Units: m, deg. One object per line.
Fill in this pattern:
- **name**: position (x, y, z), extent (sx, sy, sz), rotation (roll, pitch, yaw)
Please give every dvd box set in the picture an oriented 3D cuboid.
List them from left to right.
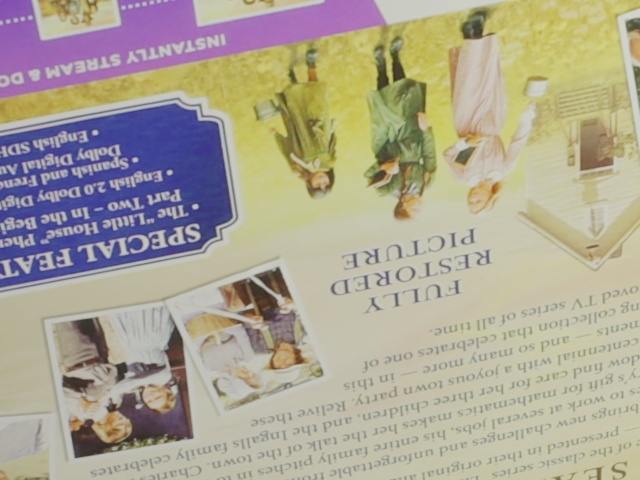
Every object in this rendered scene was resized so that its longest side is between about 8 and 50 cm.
- **dvd box set**: position (0.000, 0.000, 0.584), extent (0.308, 0.062, 0.420), rotation (-12, 129, -5)
